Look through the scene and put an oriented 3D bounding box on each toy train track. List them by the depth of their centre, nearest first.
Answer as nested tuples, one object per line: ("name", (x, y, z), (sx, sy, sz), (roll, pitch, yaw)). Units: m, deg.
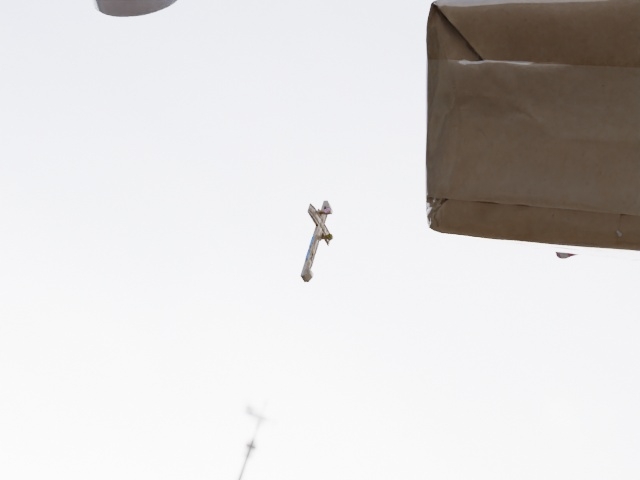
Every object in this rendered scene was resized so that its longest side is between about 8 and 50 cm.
("toy train track", (0.000, 0.000, 1.411), (0.014, 0.083, 0.048), (-3, -40, 27))

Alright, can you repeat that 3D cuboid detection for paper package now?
("paper package", (0.267, -0.066, 1.128), (0.309, 0.325, 0.168), (5, -90, 30))

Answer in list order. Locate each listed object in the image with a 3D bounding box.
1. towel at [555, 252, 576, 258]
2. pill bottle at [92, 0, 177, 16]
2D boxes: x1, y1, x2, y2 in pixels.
("towel", (0.292, -0.069, 1.505), (0.197, 0.029, 0.144), (-16, -64, 8))
("pill bottle", (-0.137, -0.229, 1.126), (0.078, 0.078, 0.137), (2, -58, 15))
